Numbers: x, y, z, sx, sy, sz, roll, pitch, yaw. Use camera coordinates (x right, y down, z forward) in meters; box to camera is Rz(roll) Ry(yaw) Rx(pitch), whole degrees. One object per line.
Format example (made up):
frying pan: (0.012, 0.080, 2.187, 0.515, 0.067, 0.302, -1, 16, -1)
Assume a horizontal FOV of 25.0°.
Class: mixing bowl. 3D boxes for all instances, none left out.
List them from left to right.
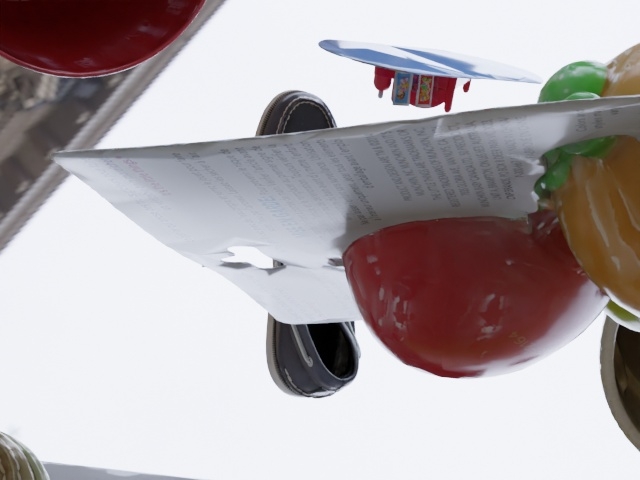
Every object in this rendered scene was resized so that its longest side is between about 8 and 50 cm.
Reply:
mixing bowl: (-0.152, -0.180, 0.790, 0.098, 0.181, 0.181, 11, -60, 56)

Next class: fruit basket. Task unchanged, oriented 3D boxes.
fruit basket: (0.116, -0.019, 0.584, 0.353, 0.327, 0.165, 0, -103, 13)

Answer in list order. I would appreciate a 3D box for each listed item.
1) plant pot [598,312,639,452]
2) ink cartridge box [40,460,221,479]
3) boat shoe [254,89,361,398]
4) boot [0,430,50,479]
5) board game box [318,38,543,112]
plant pot: (0.383, 0.007, 1.343, 0.333, 0.305, 0.334, -3, -60, -5)
ink cartridge box: (-0.076, 0.230, 0.814, 0.223, 0.307, 0.129, -36, -129, 43)
boat shoe: (0.000, 0.000, 0.942, 0.065, 0.075, 0.206, -10, -99, 63)
boot: (-0.163, 0.124, 0.406, 0.077, 0.213, 0.165, 16, -25, 23)
board game box: (0.078, -0.119, 1.073, 0.133, 0.168, 0.033, 31, -64, 56)
